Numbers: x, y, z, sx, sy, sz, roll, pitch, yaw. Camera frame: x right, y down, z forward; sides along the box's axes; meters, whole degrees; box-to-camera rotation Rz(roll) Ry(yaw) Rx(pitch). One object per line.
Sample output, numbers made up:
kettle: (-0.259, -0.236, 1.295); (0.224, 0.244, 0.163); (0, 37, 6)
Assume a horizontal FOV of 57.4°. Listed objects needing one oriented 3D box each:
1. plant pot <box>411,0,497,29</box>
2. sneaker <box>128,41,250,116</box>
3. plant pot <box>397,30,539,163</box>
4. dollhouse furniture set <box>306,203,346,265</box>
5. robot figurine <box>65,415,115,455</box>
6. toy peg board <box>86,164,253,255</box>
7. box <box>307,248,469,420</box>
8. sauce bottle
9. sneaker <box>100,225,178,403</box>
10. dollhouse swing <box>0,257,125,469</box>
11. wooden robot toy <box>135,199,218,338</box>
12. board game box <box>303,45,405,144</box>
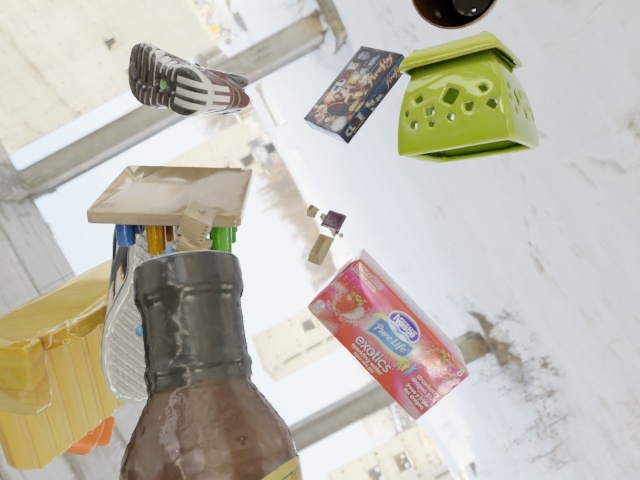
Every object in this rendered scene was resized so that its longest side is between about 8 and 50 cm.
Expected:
plant pot: (0.351, -0.614, 1.427); (0.215, 0.215, 0.230); (62, -154, 1)
sneaker: (-0.229, -0.279, 1.065); (0.281, 0.162, 0.106); (36, 119, 40)
plant pot: (0.287, -0.273, 1.154); (0.227, 0.228, 0.207); (-6, -90, -58)
dollhouse furniture set: (0.000, 0.000, 1.209); (0.091, 0.114, 0.081); (20, 162, 25)
robot figurine: (-0.593, 0.423, 1.357); (0.219, 0.128, 0.158); (28, -177, -37)
toy peg board: (-0.166, -0.027, 0.693); (0.161, 0.161, 0.079); (-93, 4, -66)
box: (0.112, 0.149, 0.972); (0.257, 0.122, 0.128); (47, -170, 0)
sauce bottle: (-0.059, 0.177, 0.338); (0.111, 0.111, 0.344); (60, -161, -76)
sneaker: (-0.239, 0.062, 0.837); (0.127, 0.126, 0.321); (-156, 77, -65)
dollhouse swing: (-0.383, 0.226, 1.024); (0.347, 0.315, 0.305); (-37, -64, -52)
wooden robot toy: (-0.128, 0.047, 0.610); (0.079, 0.173, 0.076); (24, -162, -3)
board game box: (0.084, -0.361, 1.430); (0.042, 0.243, 0.165); (40, 176, -41)
